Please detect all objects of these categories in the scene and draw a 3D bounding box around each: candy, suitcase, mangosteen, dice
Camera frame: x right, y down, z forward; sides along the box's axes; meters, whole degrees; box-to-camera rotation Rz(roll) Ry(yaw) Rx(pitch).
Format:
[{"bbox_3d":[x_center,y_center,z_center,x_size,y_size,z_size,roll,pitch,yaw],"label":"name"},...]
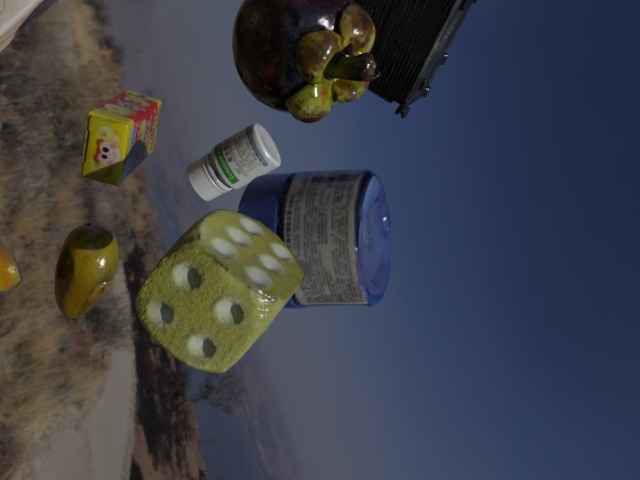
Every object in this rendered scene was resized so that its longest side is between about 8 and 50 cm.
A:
[{"bbox_3d":[-0.439,-0.236,1.294,0.276,0.088,0.146,-91,-162,-68],"label":"candy"},{"bbox_3d":[0.157,-0.441,1.112,0.229,0.152,0.335,34,-43,8],"label":"suitcase"},{"bbox_3d":[-0.012,-0.255,0.776,0.217,0.192,0.192,42,-27,41],"label":"mangosteen"},{"bbox_3d":[-0.141,0.068,0.826,0.166,0.169,0.169,40,24,-2],"label":"dice"}]

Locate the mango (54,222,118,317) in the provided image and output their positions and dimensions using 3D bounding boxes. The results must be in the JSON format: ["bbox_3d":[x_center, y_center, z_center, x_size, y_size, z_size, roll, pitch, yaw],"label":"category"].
[{"bbox_3d":[-0.596,0.080,1.463,0.262,0.130,0.167,-55,-129,27],"label":"mango"}]

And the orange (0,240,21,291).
[{"bbox_3d":[-0.932,0.049,1.460,0.262,0.334,0.196,16,-93,63],"label":"orange"}]

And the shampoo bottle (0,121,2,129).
[{"bbox_3d":[-0.774,-0.185,1.258,0.072,0.072,0.214,87,16,-60],"label":"shampoo bottle"}]

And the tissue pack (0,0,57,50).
[{"bbox_3d":[-0.607,-0.387,0.978,0.170,0.325,0.071,48,1,-8],"label":"tissue pack"}]

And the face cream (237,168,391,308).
[{"bbox_3d":[0.000,0.000,1.035,0.249,0.225,0.249,0,90,-69],"label":"face cream"}]

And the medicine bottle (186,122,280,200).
[{"bbox_3d":[-0.240,-0.212,1.595,0.139,0.237,0.139,57,17,-27],"label":"medicine bottle"}]
